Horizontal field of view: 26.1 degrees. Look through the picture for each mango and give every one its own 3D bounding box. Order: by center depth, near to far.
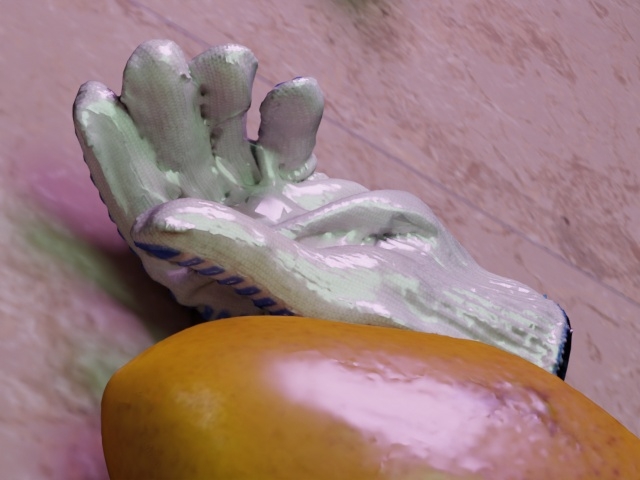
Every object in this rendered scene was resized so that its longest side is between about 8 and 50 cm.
[{"bbox_3d":[0.040,0.109,0.462,0.252,0.126,0.154,33,54,-6],"label":"mango"}]

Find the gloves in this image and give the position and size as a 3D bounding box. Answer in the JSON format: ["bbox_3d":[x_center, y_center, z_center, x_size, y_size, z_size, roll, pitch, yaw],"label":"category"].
[{"bbox_3d":[-0.001,0.006,0.553,0.229,0.097,0.119,39,21,-16],"label":"gloves"}]
